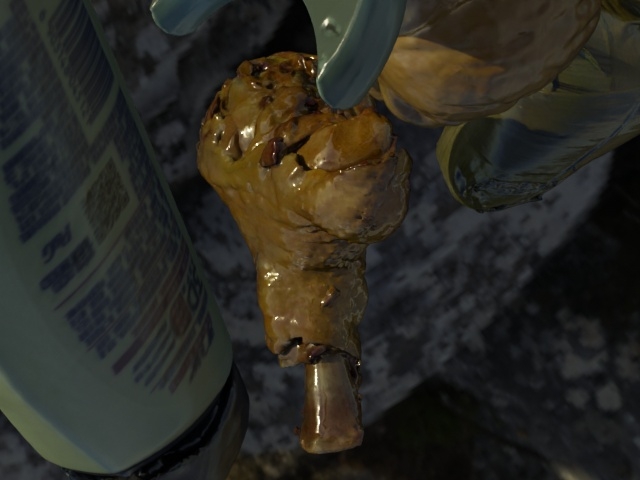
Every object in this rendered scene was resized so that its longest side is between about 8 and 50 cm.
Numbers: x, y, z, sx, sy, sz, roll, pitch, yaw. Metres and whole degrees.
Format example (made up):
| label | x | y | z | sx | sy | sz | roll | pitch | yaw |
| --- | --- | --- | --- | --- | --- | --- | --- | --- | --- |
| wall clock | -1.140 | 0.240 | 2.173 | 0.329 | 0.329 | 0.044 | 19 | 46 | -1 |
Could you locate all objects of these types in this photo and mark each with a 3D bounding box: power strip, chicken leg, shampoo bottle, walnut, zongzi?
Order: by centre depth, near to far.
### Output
| label | x | y | z | sx | sy | sz | roll | pitch | yaw |
| --- | --- | --- | --- | --- | --- | --- | --- | --- | --- |
| shampoo bottle | -0.118 | 0.004 | 0.680 | 0.078 | 0.134 | 0.359 | 8 | 141 | 23 |
| power strip | -0.027 | -0.170 | 0.948 | 0.044 | 0.216 | 0.137 | 23 | 96 | -47 |
| walnut | 0.105 | -0.183 | 1.113 | 0.213 | 0.213 | 0.213 | -9 | 121 | -15 |
| chicken leg | 0.000 | 0.000 | 1.482 | 0.182 | 0.295 | 0.410 | -1 | 82 | -29 |
| zongzi | 0.335 | -0.160 | 1.787 | 0.360 | 0.160 | 0.323 | -3 | 148 | -24 |
